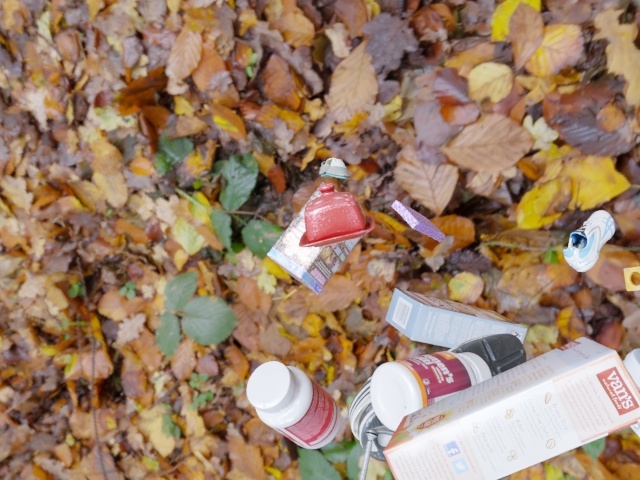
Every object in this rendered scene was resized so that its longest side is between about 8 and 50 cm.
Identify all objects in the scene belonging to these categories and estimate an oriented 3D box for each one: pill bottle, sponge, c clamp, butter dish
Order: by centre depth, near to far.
[{"bbox_3d":[0.097,0.393,0.970,0.137,0.160,0.022,14,147,15],"label":"c clamp"},{"bbox_3d":[0.209,0.271,1.032,0.121,0.221,0.121,3,93,53],"label":"pill bottle"},{"bbox_3d":[0.025,-0.061,1.159,0.160,0.160,0.118,-13,103,7],"label":"butter dish"},{"bbox_3d":[0.322,-0.062,1.827,0.031,0.210,0.117,-51,54,15],"label":"sponge"},{"bbox_3d":[-0.099,0.610,2.082,0.229,0.229,0.407,4,148,32],"label":"pill bottle"}]

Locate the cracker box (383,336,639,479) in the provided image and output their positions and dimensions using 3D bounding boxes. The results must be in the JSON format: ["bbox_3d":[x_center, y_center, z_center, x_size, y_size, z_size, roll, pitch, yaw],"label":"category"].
[{"bbox_3d":[0.191,0.181,0.571,0.232,0.156,0.067,-29,78,12],"label":"cracker box"}]

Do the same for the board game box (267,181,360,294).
[{"bbox_3d":[0.000,0.000,1.807,0.141,0.291,0.232,34,172,22],"label":"board game box"}]

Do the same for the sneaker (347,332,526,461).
[{"bbox_3d":[0.255,0.333,1.350,0.169,0.447,0.257,66,168,-9],"label":"sneaker"}]

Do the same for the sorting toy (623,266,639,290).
[{"bbox_3d":[0.895,0.075,1.370,0.348,0.047,0.196,-41,54,57],"label":"sorting toy"}]

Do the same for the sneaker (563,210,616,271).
[{"bbox_3d":[0.710,-0.015,1.475,0.086,0.237,0.085,50,144,-9],"label":"sneaker"}]

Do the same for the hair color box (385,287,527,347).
[{"bbox_3d":[0.412,0.256,1.704,0.374,0.185,0.113,15,96,-19],"label":"hair color box"}]

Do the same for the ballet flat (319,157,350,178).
[{"bbox_3d":[0.045,-0.242,1.861,0.213,0.072,0.068,-157,75,-71],"label":"ballet flat"}]

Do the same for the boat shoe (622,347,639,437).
[{"bbox_3d":[0.580,0.356,0.880,0.156,0.136,0.367,-67,32,31],"label":"boat shoe"}]
